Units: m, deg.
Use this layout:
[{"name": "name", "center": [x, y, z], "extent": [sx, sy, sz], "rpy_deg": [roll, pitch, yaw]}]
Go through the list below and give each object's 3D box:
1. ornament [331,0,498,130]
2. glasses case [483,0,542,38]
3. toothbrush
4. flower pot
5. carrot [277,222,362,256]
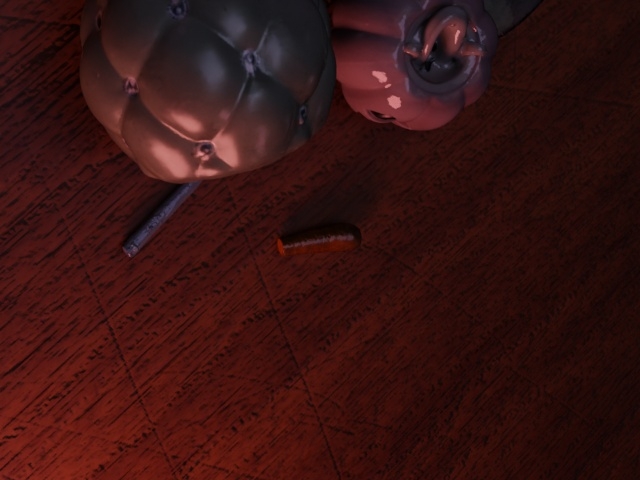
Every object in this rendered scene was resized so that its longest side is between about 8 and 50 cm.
[{"name": "ornament", "center": [0.097, -0.200, 1.453], "extent": [0.177, 0.177, 0.177], "rpy_deg": [-6, 103, -26]}, {"name": "glasses case", "center": [0.136, -0.360, 1.493], "extent": [0.114, 0.060, 0.299], "rpy_deg": [-47, 117, -24]}, {"name": "toothbrush", "center": [-0.124, -0.065, 1.450], "extent": [0.219, 0.019, 0.016], "rpy_deg": [-47, 122, -11]}, {"name": "flower pot", "center": [-0.105, -0.174, 1.315], "extent": [0.246, 0.246, 0.195], "rpy_deg": [-23, 112, -21]}, {"name": "carrot", "center": [0.000, 0.000, 1.521], "extent": [0.093, 0.032, 0.032], "rpy_deg": [-8, 104, -20]}]
